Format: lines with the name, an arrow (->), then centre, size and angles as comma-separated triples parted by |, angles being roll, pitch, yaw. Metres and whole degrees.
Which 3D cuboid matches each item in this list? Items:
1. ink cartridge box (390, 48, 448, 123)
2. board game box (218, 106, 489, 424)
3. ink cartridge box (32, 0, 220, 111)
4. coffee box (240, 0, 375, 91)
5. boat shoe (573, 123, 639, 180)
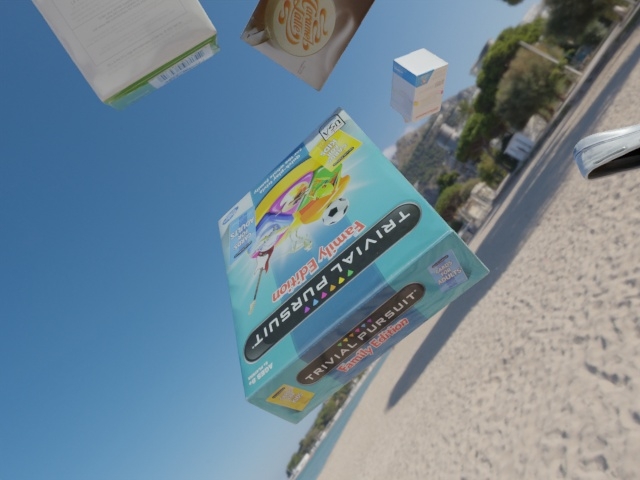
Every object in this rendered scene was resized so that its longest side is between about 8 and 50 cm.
ink cartridge box -> 0.228, -0.357, 1.097 | 0.092, 0.090, 0.143 | -26, -36, -18
board game box -> 0.000, 0.000, 0.568 | 0.254, 0.336, 0.079 | -42, -55, 12
ink cartridge box -> -0.184, -0.226, 0.372 | 0.109, 0.209, 0.062 | -33, 12, -3
coffee box -> 0.008, -0.365, 0.672 | 0.246, 0.141, 0.098 | -54, 12, 20
boat shoe -> 0.624, -0.176, 0.860 | 0.096, 0.267, 0.088 | 51, -145, -49
